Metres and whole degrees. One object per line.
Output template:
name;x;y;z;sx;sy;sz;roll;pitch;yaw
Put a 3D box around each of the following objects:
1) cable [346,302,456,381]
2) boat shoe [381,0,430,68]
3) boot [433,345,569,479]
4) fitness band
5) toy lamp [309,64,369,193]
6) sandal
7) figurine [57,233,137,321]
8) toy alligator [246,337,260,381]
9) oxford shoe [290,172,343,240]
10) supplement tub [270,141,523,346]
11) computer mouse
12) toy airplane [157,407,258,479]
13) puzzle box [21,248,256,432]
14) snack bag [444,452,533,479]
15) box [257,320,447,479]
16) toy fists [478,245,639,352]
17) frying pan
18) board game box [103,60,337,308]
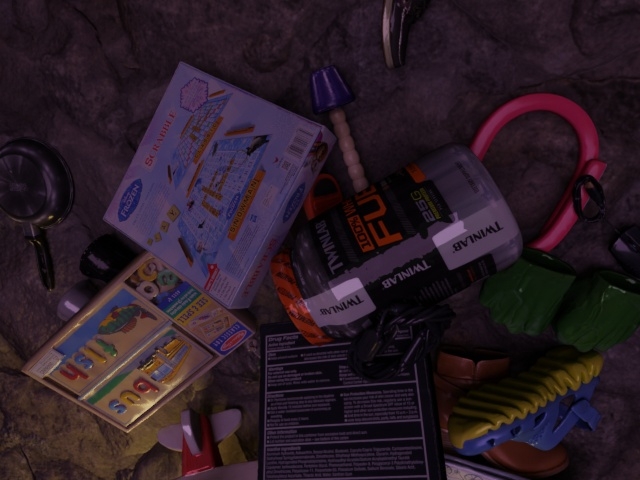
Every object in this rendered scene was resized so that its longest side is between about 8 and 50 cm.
cable;0.116;0.147;0.689;0.150;0.047;0.184;-9;138;-26
boat shoe;0.139;-0.387;0.736;0.073;0.080;0.224;6;102;15
boot;0.341;0.318;0.898;0.283;0.109;0.220;7;98;9
fitness band;0.339;-0.100;0.796;0.209;0.054;0.291;24;108;6
toy lamp;0.049;-0.163;0.822;0.080;0.080;0.275;-15;105;15
sandal;0.362;0.295;0.794;0.317;0.126;0.138;-17;93;-16
figurine;-0.421;0.130;0.998;0.209;0.092;0.215;34;110;-4
toy alligator;-0.097;0.281;0.968;0.056;0.051;0.190;-34;116;-13
oxford shoe;0.000;0.000;0.885;0.098;0.097;0.271;15;123;46
supplement tub;0.107;0.016;0.723;0.338;0.207;0.207;-29;98;9
computer mouse;0.487;-0.016;0.760;0.242;0.041;0.071;39;104;-19
toy airplane;-0.232;0.526;0.929;0.384;0.272;0.386;31;80;8
puzzle box;-0.370;0.215;0.970;0.409;0.052;0.272;-40;114;15
snack bag;0.339;0.554;0.929;0.323;0.037;0.343;14;130;8
box;0.056;0.294;0.828;0.296;0.183;0.294;-8;65;14
toy fists;0.408;0.104;0.798;0.279;0.096;0.142;15;117;-8
frying pan;-0.641;-0.061;1.007;0.197;0.053;0.326;25;106;4
board game box;-0.182;-0.101;0.798;0.318;0.066;0.319;31;95;23
